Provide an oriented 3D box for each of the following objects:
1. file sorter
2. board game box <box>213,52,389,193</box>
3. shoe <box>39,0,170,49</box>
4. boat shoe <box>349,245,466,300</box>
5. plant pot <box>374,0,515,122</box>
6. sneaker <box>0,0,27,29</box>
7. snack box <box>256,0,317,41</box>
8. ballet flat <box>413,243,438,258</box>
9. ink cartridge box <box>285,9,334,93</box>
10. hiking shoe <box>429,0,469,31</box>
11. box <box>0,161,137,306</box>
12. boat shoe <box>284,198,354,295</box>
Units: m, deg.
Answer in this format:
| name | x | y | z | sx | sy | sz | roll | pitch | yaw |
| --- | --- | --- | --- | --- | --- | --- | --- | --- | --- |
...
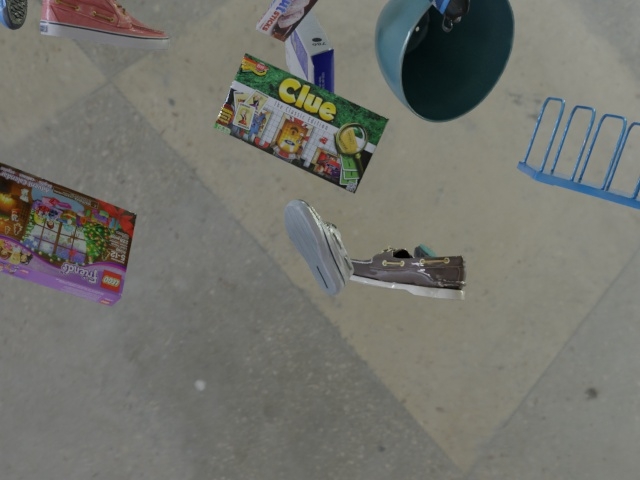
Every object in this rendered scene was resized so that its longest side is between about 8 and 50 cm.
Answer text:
| name | x | y | z | sx | sy | sz | roll | pitch | yaw |
| --- | --- | --- | --- | --- | --- | --- | --- | --- | --- |
| file sorter | 0.356 | -0.109 | 1.048 | 0.170 | 0.118 | 0.104 | 16 | 101 | 0 |
| board game box | -0.032 | -0.192 | 1.350 | 0.260 | 0.030 | 0.136 | 25 | 98 | 4 |
| shoe | -0.275 | -0.298 | 1.080 | 0.178 | 0.063 | 0.081 | -1 | 105 | -38 |
| boat shoe | 0.179 | 0.064 | 1.805 | 0.117 | 0.324 | 0.096 | 9 | 89 | -44 |
| plant pot | 0.223 | -0.413 | 1.695 | 0.290 | 0.290 | 0.195 | -16 | 38 | -28 |
| sneaker | -0.563 | -0.457 | 1.414 | 0.082 | 0.069 | 0.209 | -13 | 91 | 12 |
| snack box | -0.054 | -0.441 | 1.550 | 0.064 | 0.178 | 0.022 | 20 | 59 | -22 |
| ballet flat | 0.264 | 0.063 | 1.988 | 0.074 | 0.203 | 0.074 | -2 | 102 | -9 |
| ink cartridge box | -0.021 | -0.392 | 1.829 | 0.065 | 0.165 | 0.332 | -8 | 41 | -9 |
| hiking shoe | 0.282 | -0.458 | 1.278 | 0.304 | 0.113 | 0.132 | -35 | 94 | 3 |
| box | -0.516 | -0.009 | 1.614 | 0.293 | 0.057 | 0.200 | 22 | 54 | -29 |
| boat shoe | 0.000 | 0.000 | 1.559 | 0.076 | 0.083 | 0.226 | -46 | 134 | -29 |
